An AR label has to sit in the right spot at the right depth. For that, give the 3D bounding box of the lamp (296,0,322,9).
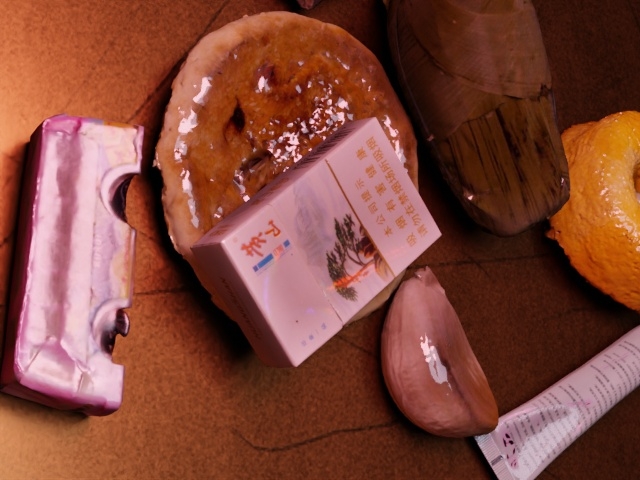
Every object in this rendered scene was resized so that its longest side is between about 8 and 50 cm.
[{"bbox_3d":[0.054,-0.344,1.623,0.253,0.118,0.118,-32,96,-37],"label":"lamp"}]

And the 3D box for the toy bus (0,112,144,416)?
[{"bbox_3d":[-0.228,0.023,1.365,0.112,0.090,0.274,10,73,-23],"label":"toy bus"}]

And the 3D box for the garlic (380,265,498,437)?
[{"bbox_3d":[0.116,0.134,1.561,0.101,0.087,0.196,-22,87,-48],"label":"garlic"}]

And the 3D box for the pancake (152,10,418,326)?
[{"bbox_3d":[-0.026,-0.072,1.530,0.356,0.065,0.356,6,80,-33],"label":"pancake"}]

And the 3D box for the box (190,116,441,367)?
[{"bbox_3d":[-0.001,0.000,1.460,0.233,0.067,0.149,-41,106,-30],"label":"box"}]

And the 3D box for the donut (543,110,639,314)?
[{"bbox_3d":[0.380,-0.040,1.756,0.253,0.118,0.253,19,54,-28],"label":"donut"}]

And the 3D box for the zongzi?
[{"bbox_3d":[0.183,-0.165,1.517,0.160,0.360,0.323,-24,91,-5],"label":"zongzi"}]

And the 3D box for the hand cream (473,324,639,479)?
[{"bbox_3d":[0.312,0.177,1.684,0.331,0.058,0.085,-31,96,-33],"label":"hand cream"}]
